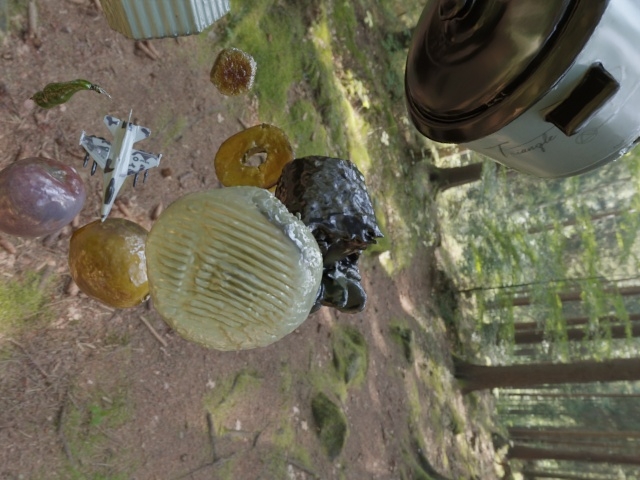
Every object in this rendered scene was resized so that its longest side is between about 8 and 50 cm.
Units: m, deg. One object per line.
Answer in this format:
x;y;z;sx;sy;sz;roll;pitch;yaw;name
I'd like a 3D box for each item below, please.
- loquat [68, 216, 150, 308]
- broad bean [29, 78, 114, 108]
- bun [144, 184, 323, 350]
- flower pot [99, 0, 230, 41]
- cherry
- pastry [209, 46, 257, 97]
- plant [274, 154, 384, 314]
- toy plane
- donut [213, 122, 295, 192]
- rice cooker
-0.505;0.056;1.104;0.193;0.238;0.238;-33;109;-49;loquat
-0.844;-0.479;1.467;0.098;0.317;0.056;71;28;-49;broad bean
-0.102;0.033;0.565;0.134;0.220;0.221;-80;151;-72;bun
-0.295;-0.488;0.793;0.209;0.239;0.190;-34;143;-26;flower pot
-0.763;-0.103;1.195;0.206;0.239;0.239;29;50;-19;cherry
-0.363;-0.698;1.852;0.093;0.182;0.193;-124;-131;-64;pastry
0.000;0.000;0.794;0.198;0.188;0.276;6;72;-17;plant
-0.423;-0.154;0.923;0.160;0.082;0.234;15;89;-26;toy plane
-0.141;-0.170;0.985;0.065;0.178;0.162;65;9;-72;donut
0.215;-0.197;0.459;0.227;0.241;0.281;15;42;-28;rice cooker
